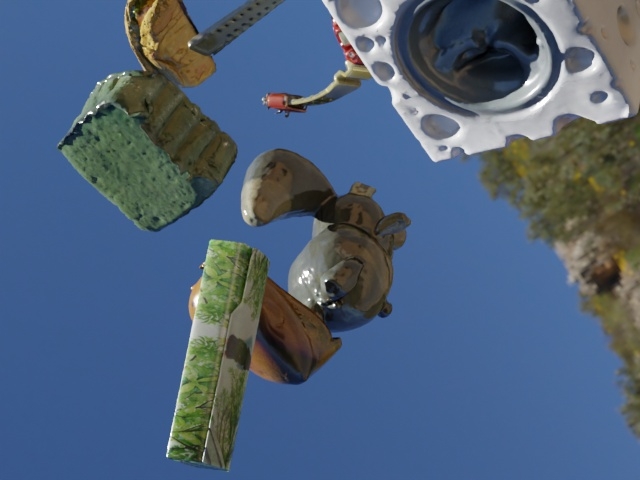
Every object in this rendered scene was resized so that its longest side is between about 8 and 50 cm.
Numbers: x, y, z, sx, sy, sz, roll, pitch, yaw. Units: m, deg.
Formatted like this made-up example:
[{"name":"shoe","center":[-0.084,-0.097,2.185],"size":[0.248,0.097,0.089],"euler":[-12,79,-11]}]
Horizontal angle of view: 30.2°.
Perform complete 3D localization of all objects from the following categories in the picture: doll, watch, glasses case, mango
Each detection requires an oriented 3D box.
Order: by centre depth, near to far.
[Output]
[{"name":"glasses case","center":[-0.122,0.142,1.460],"size":[0.095,0.062,0.272],"euler":[53,-135,-69]},{"name":"watch","center":[-0.041,-0.246,1.547],"size":[0.102,0.268,0.164],"euler":[-3,-109,-58]},{"name":"mango","center":[-0.109,0.141,2.065],"size":[0.287,0.201,0.152],"euler":[32,-113,25]},{"name":"doll","center":[-0.017,0.025,2.323],"size":[0.379,0.252,0.382],"euler":[24,-148,5]}]

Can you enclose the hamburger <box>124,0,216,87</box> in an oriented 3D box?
[{"name":"hamburger","center":[-0.298,-0.375,2.254],"size":[0.124,0.131,0.262],"euler":[31,162,33]}]

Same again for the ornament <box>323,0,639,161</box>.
[{"name":"ornament","center":[0.188,-0.262,1.219],"size":[0.239,0.240,0.239],"euler":[51,-135,-31]}]

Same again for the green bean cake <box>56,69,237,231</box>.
[{"name":"green bean cake","center":[-0.265,-0.141,1.800],"size":[0.227,0.223,0.125],"euler":[39,-129,-20]}]
